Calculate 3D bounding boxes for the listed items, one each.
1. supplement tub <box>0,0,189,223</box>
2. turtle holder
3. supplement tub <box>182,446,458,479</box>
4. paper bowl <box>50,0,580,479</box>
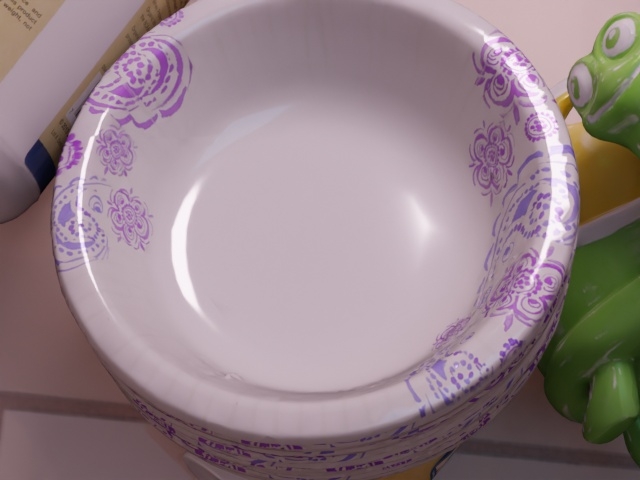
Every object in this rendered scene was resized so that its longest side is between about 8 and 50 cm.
[{"bbox_3d":[-0.185,-0.193,0.819,0.228,0.228,0.316,38,74,-10],"label":"supplement tub"},{"bbox_3d":[0.211,-0.003,0.895,0.320,0.243,0.227,10,48,-51],"label":"turtle holder"},{"bbox_3d":[0.021,0.106,0.894,0.144,0.144,0.199,44,74,-8],"label":"supplement tub"},{"bbox_3d":[0.000,0.000,0.783,0.284,0.148,0.284,-2,65,4],"label":"paper bowl"}]
